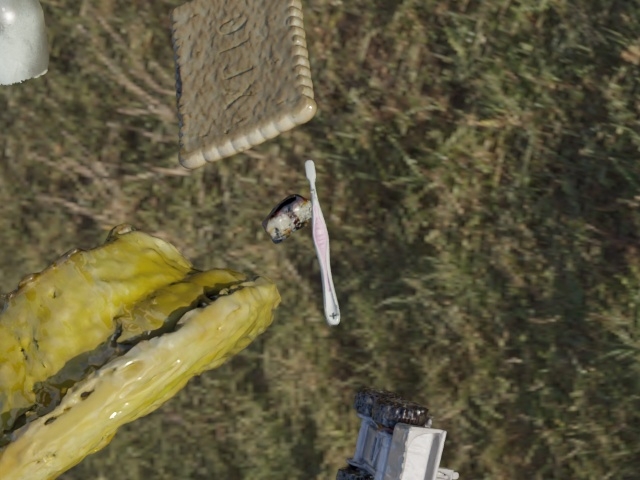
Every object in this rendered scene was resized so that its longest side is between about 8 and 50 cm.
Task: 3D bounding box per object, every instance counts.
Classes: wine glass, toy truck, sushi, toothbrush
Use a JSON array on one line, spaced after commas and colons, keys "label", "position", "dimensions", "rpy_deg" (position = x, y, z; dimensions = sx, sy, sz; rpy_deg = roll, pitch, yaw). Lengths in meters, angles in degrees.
[{"label": "wine glass", "position": [-0.457, -0.341, 1.882], "dimensions": [0.126, 0.126, 0.241], "rpy_deg": [13, 126, 38]}, {"label": "toy truck", "position": [0.094, 0.248, 1.565], "dimensions": [0.286, 0.111, 0.136], "rpy_deg": [-165, 86, -81]}, {"label": "sushi", "position": [-0.048, -0.036, 1.999], "dimensions": [0.083, 0.046, 0.044], "rpy_deg": [-40, 21, -12]}, {"label": "toothbrush", "position": [0.000, 0.000, 1.505], "dimensions": [0.017, 0.022, 0.204], "rpy_deg": [-11, 63, 5]}]

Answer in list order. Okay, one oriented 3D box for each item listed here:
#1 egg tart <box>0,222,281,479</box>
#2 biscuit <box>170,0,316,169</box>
[{"label": "egg tart", "position": [-0.191, 0.100, 1.051], "dimensions": [0.345, 0.345, 0.132], "rpy_deg": [-39, 86, 29]}, {"label": "biscuit", "position": [-0.114, -0.253, 1.937], "dimensions": [0.217, 0.044, 0.324], "rpy_deg": [-21, 51, 15]}]
